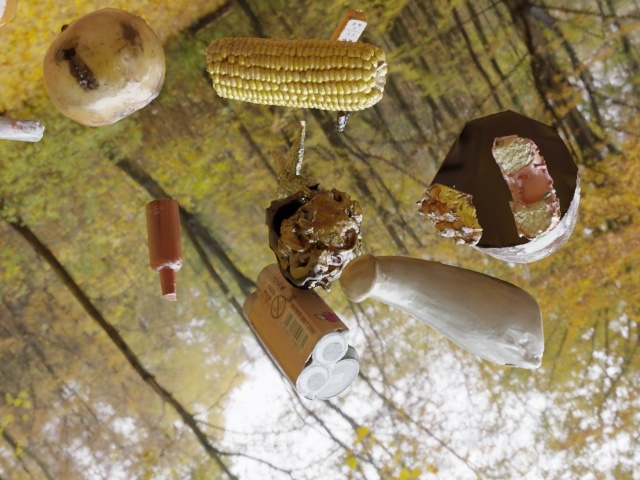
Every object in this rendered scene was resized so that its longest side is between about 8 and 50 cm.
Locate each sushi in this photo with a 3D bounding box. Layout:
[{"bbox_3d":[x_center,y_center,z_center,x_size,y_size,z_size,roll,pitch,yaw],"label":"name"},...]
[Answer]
[{"bbox_3d":[-0.004,-0.006,1.504,0.213,0.200,0.204,-36,-160,-30],"label":"sushi"}]

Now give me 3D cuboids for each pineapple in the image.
[{"bbox_3d":[0.253,-0.049,1.419,0.116,0.137,0.069,-35,171,-45],"label":"pineapple"}]

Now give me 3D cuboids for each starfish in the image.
[{"bbox_3d":[-0.078,-0.159,2.192,0.078,0.347,0.358,-19,165,-27],"label":"starfish"}]

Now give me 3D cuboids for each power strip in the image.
[{"bbox_3d":[0.051,-0.448,1.683,0.049,0.028,0.178,4,152,-23],"label":"power strip"}]

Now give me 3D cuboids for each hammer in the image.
[{"bbox_3d":[0.093,-0.334,1.774,0.178,0.021,0.065,-51,164,-17],"label":"hammer"}]

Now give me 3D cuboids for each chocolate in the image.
[{"bbox_3d":[0.523,-0.115,2.038,0.384,0.383,0.331,-30,161,12],"label":"chocolate"}]

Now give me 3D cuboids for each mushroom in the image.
[{"bbox_3d":[0.155,0.078,0.964,0.118,0.270,0.103,-72,180,-76],"label":"mushroom"}]

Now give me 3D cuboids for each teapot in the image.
[{"bbox_3d":[-0.030,0.291,1.959,0.203,0.171,0.225,0,-147,-42],"label":"teapot"}]

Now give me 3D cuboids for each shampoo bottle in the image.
[{"bbox_3d":[-0.375,0.021,1.811,0.085,0.244,0.085,-8,161,-3],"label":"shampoo bottle"}]

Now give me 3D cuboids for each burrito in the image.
[{"bbox_3d":[-0.733,-0.268,1.788,0.064,0.064,0.203,-29,177,17],"label":"burrito"}]

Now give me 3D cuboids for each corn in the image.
[{"bbox_3d":[-0.033,-0.225,1.006,0.244,0.093,0.093,8,-148,17],"label":"corn"}]

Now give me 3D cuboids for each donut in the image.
[{"bbox_3d":[0.318,-0.082,1.139,0.065,0.166,0.117,-19,177,26],"label":"donut"}]

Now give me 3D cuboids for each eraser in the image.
[{"bbox_3d":[-0.059,0.176,1.562,0.171,0.087,0.290,-61,-143,12],"label":"eraser"}]

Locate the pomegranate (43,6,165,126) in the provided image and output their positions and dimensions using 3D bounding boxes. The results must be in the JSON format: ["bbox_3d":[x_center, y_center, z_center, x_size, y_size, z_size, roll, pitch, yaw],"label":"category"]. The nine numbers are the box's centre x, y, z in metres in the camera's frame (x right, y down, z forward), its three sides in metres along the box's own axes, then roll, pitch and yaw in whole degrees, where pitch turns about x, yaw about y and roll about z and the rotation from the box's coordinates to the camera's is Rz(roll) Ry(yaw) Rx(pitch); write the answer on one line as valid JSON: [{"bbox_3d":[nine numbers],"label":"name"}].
[{"bbox_3d":[-0.562,-0.449,1.952,0.322,0.322,0.322,-31,-164,10],"label":"pomegranate"}]

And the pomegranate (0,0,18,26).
[{"bbox_3d":[-0.793,-0.557,1.687,0.209,0.209,0.209,-31,-164,10],"label":"pomegranate"}]
